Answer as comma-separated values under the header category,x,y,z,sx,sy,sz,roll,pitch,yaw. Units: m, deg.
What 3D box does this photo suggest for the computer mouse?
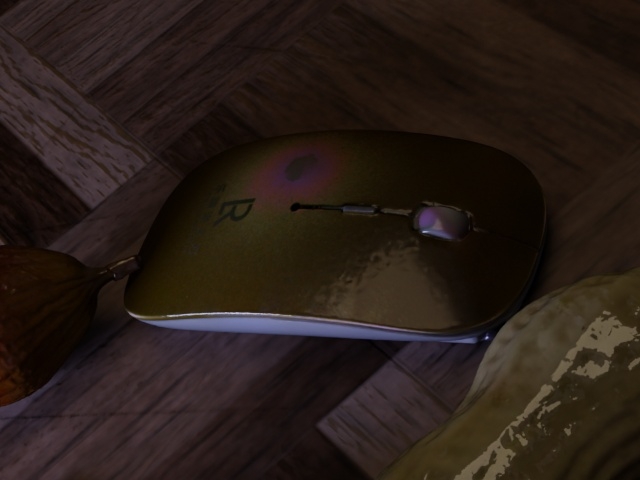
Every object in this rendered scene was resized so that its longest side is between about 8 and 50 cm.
category,x,y,z,sx,sy,sz,roll,pitch,yaw
computer mouse,0.000,0.000,1.091,0.310,0.072,0.158,1,53,30

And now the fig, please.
category,x,y,z,sx,sy,sz,roll,pitch,yaw
fig,-0.213,0.046,1.126,0.153,0.119,0.119,-36,37,28

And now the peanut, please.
category,x,y,z,sx,sy,sz,roll,pitch,yaw
peanut,0.118,0.111,0.883,0.256,0.123,0.123,-40,42,-4
